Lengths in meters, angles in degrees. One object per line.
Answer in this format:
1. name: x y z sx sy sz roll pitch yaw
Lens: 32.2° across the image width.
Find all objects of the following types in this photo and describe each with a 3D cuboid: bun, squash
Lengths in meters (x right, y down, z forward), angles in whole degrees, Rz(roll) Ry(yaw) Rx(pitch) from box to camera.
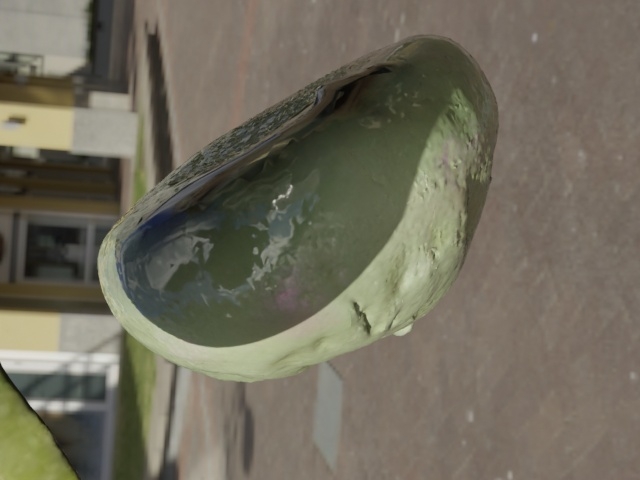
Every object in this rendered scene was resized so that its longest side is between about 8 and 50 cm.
1. bun: 0.000 0.000 0.727 0.179 0.283 0.283 57 172 -10
2. squash: -0.150 0.054 0.442 0.219 0.041 0.219 47 161 22
